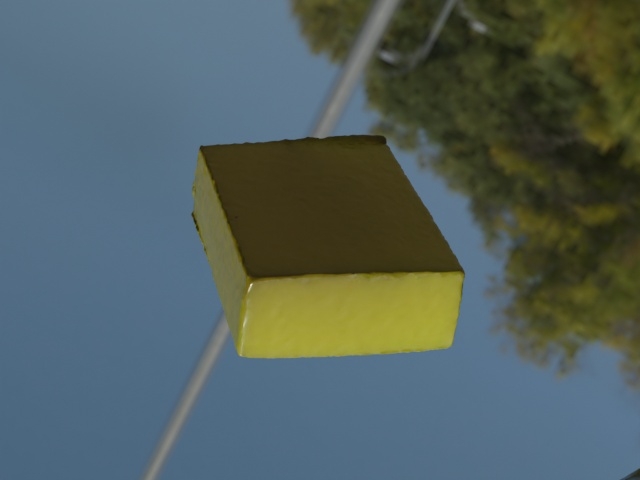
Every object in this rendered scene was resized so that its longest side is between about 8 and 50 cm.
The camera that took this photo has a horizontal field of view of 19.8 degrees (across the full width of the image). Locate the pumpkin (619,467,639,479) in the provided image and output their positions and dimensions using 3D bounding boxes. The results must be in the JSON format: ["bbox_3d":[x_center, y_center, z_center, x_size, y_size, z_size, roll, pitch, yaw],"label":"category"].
[{"bbox_3d":[0.110,0.138,0.351,0.212,0.211,0.152,26,176,-6],"label":"pumpkin"}]

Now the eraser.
[{"bbox_3d":[0.000,0.000,0.823,0.097,0.045,0.122,-2,-147,-14],"label":"eraser"}]
